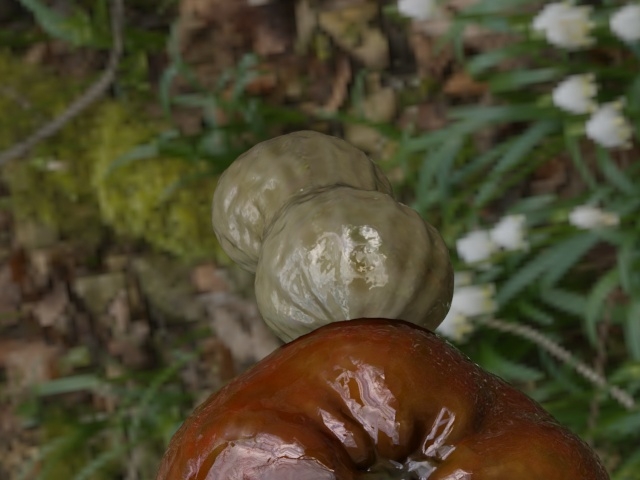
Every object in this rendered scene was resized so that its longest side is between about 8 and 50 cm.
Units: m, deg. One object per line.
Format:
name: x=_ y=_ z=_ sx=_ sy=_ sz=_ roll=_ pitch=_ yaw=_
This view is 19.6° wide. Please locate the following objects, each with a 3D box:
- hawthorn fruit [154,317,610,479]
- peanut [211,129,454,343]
hawthorn fruit: x=0.024 y=0.124 z=0.691 sx=0.189 sy=0.189 sz=0.189 roll=172 pitch=90 yaw=-73
peanut: x=0.000 y=0.000 z=0.817 sx=0.187 sy=0.082 sz=0.082 roll=-129 pitch=35 yaw=-61
